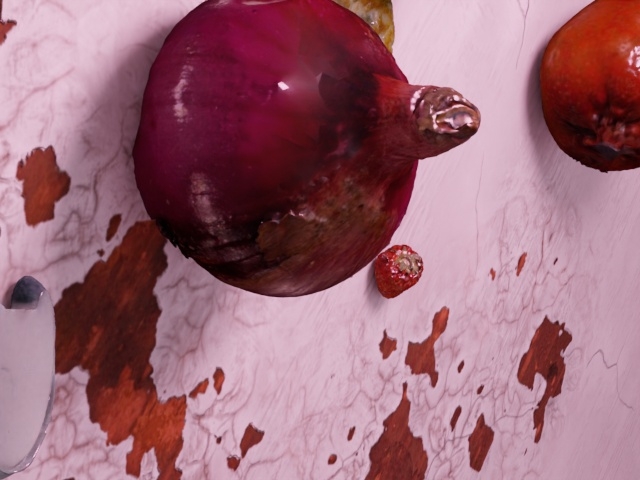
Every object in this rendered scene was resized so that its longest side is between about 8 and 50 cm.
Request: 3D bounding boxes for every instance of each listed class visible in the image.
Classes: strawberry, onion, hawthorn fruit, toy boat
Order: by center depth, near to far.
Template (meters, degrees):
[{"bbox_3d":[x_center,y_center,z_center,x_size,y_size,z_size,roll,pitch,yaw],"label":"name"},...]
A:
[{"bbox_3d":[-0.330,0.135,1.384,0.134,0.079,0.207,5,87,-64],"label":"toy boat"},{"bbox_3d":[0.001,-0.114,1.494,0.348,0.385,0.347,8,79,-51],"label":"onion"},{"bbox_3d":[0.106,0.048,2.001,0.073,0.073,0.083,-37,168,-44],"label":"strawberry"},{"bbox_3d":[0.502,-0.270,2.285,0.295,0.295,0.311,31,74,-56],"label":"hawthorn fruit"}]

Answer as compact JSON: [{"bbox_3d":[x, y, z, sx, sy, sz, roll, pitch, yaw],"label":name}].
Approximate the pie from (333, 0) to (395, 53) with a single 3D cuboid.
[{"bbox_3d":[0.025,-0.252,1.771,0.240,0.054,0.240,-28,125,-49],"label":"pie"}]
